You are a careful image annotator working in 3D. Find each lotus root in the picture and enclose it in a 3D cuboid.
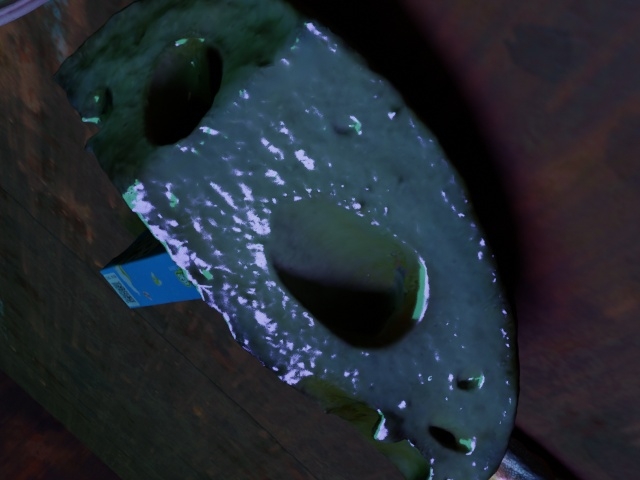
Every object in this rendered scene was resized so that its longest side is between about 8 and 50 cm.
[{"bbox_3d":[0.005,-0.002,0.481,0.314,0.142,0.210,52,179,-33],"label":"lotus root"}]

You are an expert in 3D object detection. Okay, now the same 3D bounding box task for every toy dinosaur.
[{"bbox_3d":[0.119,0.162,0.641,0.279,0.055,0.101,34,142,19],"label":"toy dinosaur"}]

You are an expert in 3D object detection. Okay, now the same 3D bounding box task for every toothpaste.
[{"bbox_3d":[-0.111,0.013,0.713,0.050,0.065,0.266,54,151,-14],"label":"toothpaste"}]

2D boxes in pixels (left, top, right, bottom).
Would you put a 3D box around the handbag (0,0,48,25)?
[{"bbox_3d":[-0.205,-0.204,0.414,0.205,0.179,0.116,30,157,24],"label":"handbag"}]
